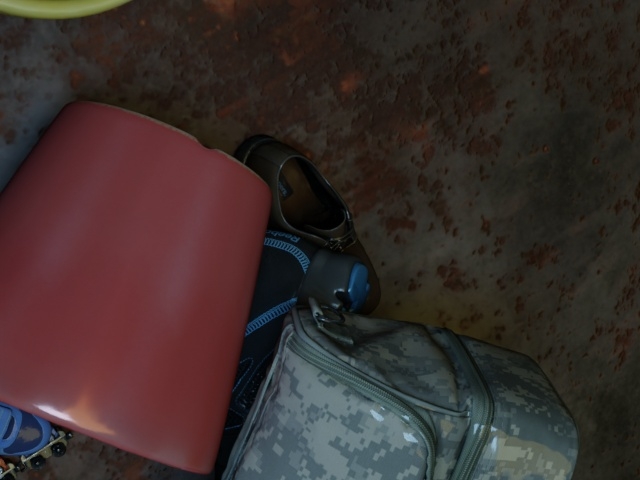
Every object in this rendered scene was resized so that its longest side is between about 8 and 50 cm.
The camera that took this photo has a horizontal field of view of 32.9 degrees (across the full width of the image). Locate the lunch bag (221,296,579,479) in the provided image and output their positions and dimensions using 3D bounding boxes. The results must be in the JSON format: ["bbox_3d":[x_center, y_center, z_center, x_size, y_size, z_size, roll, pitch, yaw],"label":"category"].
[{"bbox_3d":[0.039,0.219,0.937,0.256,0.212,0.305,20,106,-9],"label":"lunch bag"}]

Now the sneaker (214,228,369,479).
[{"bbox_3d":[-0.062,0.146,1.075,0.125,0.139,0.341,-30,141,-66],"label":"sneaker"}]

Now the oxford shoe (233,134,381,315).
[{"bbox_3d":[0.000,0.000,1.075,0.083,0.096,0.227,-46,120,-15],"label":"oxford shoe"}]

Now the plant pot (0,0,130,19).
[{"bbox_3d":[-0.229,-0.294,0.798,0.254,0.239,0.254,-7,105,-28],"label":"plant pot"}]

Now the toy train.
[{"bbox_3d":[-0.301,0.215,0.998,0.158,0.027,0.036,-31,102,-19],"label":"toy train"}]

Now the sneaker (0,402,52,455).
[{"bbox_3d":[-0.304,0.156,0.954,0.144,0.059,0.053,25,81,-24],"label":"sneaker"}]

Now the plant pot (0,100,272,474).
[{"bbox_3d":[-0.172,0.034,0.906,0.275,0.275,0.243,28,78,-31],"label":"plant pot"}]
